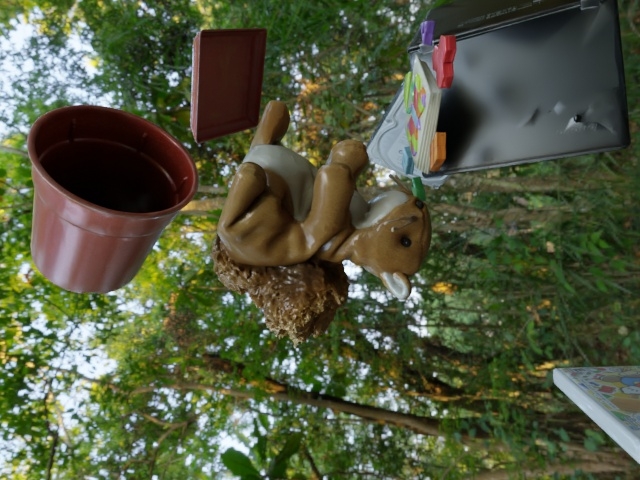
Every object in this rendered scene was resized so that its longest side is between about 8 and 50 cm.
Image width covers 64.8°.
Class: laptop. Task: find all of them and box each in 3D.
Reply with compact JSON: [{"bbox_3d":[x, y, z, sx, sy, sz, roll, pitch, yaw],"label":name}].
[{"bbox_3d":[0.404,-0.365,1.060,0.236,0.383,0.407,65,-146,-33],"label":"laptop"}]

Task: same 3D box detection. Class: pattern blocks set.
[{"bbox_3d":[0.188,-0.236,0.945,0.285,0.026,0.324,-96,4,-57],"label":"pattern blocks set"}]

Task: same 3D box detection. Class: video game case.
[{"bbox_3d":[0.404,0.182,0.557,0.227,0.207,0.026,-29,-65,-84],"label":"video game case"}]

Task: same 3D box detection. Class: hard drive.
[{"bbox_3d":[0.268,-0.268,1.260,0.339,0.237,0.064,123,168,-63],"label":"hard drive"}]

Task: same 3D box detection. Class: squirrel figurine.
[{"bbox_3d":[0.000,0.000,0.953,0.281,0.371,0.396,-85,18,-58],"label":"squirrel figurine"}]

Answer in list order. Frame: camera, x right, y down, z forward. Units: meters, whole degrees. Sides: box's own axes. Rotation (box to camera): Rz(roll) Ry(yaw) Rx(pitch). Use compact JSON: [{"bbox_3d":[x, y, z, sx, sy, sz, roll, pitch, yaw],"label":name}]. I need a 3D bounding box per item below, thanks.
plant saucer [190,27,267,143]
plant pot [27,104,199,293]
[{"bbox_3d":[-0.234,-0.392,1.251,0.258,0.048,0.258,-36,-39,-53],"label":"plant saucer"},{"bbox_3d":[-0.397,-0.055,0.921,0.273,0.265,0.272,22,-141,-19],"label":"plant pot"}]
